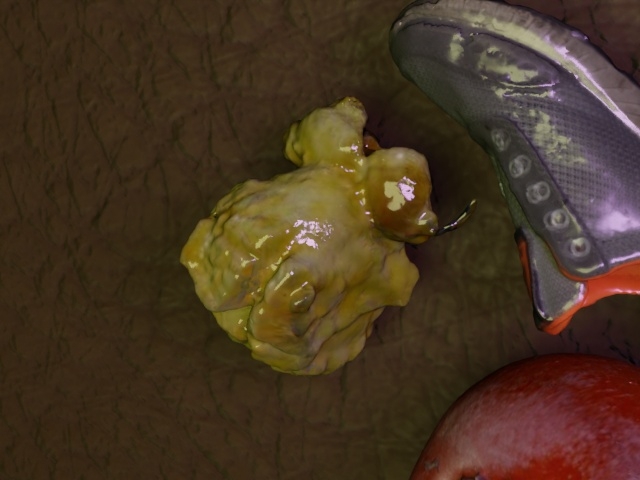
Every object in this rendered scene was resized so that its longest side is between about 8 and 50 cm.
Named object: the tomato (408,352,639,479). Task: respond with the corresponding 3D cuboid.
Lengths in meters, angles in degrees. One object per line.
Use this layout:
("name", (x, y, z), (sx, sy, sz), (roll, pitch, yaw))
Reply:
("tomato", (0.185, 0.215, 0.947), (0.270, 0.227, 0.270), (-10, 76, 48))

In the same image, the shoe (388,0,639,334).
("shoe", (0.167, -0.023, 0.926), (0.336, 0.132, 0.171), (32, 75, 9))

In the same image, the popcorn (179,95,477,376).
("popcorn", (0.005, 0.007, 1.028), (0.195, 0.173, 0.168), (-43, 123, -2))
